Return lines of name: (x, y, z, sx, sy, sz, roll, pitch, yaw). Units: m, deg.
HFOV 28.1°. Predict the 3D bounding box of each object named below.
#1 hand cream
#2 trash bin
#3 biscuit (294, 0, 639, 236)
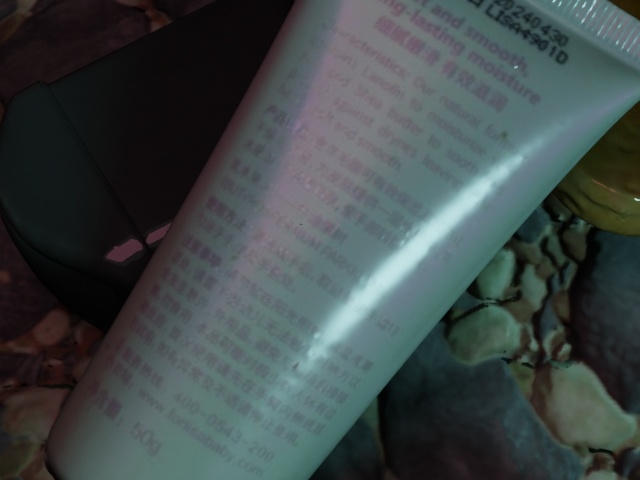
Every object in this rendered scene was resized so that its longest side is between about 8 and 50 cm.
hand cream: (0.000, 0.000, 0.647, 0.185, 0.118, 0.358, 36, 94, 7)
trash bin: (-0.078, -0.050, 0.782, 0.236, 0.101, 0.176, -31, 54, -9)
biscuit: (0.110, -0.143, 0.775, 0.269, 0.051, 0.376, -20, 57, -28)
